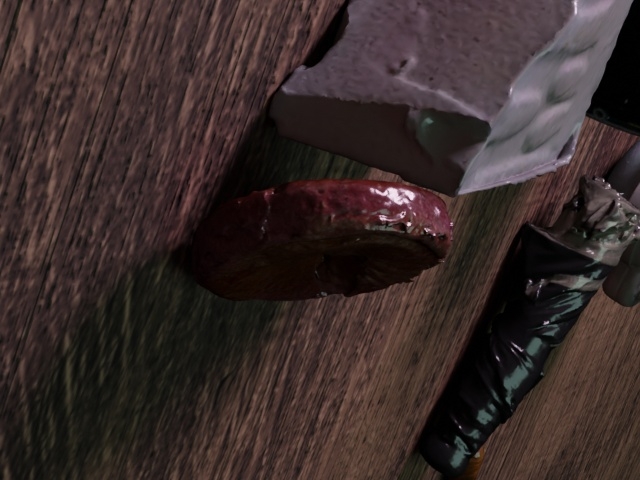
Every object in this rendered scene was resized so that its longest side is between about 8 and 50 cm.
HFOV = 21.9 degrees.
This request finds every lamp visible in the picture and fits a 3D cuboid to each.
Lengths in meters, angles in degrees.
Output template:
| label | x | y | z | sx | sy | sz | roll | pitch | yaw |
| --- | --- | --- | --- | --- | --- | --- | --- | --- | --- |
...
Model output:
| label | x | y | z | sx | sy | sz | roll | pitch | yaw |
| --- | --- | --- | --- | --- | --- | --- | --- | --- | --- |
| lamp | 0.384 | -0.036 | 1.936 | 0.179 | 0.108 | 0.246 | -28 | 141 | -47 |

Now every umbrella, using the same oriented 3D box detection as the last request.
| label | x | y | z | sx | sy | sz | roll | pitch | yaw |
| --- | --- | --- | --- | --- | --- | --- | --- | --- | --- |
| umbrella | 0.211 | 0.088 | 1.754 | 0.357 | 0.106 | 0.113 | -56 | 148 | 2 |

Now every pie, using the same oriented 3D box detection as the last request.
| label | x | y | z | sx | sy | sz | roll | pitch | yaw |
| --- | --- | --- | --- | --- | --- | --- | --- | --- | --- |
| pie | 0.000 | 0.000 | 1.106 | 0.182 | 0.182 | 0.049 | 34 | 46 | -67 |

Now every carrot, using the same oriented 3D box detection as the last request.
| label | x | y | z | sx | sy | sz | roll | pitch | yaw |
| --- | --- | --- | --- | --- | --- | --- | --- | --- | --- |
| carrot | 0.158 | 0.289 | 1.908 | 0.036 | 0.036 | 0.165 | -38 | 149 | -45 |

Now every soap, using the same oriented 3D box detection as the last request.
| label | x | y | z | sx | sy | sz | roll | pitch | yaw |
| --- | --- | --- | --- | --- | --- | --- | --- | --- | --- |
| soap | 0.122 | -0.189 | 1.167 | 0.258 | 0.159 | 0.302 | -14 | 126 | -58 |

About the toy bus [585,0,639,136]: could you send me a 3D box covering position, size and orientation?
| label | x | y | z | sx | sy | sz | roll | pitch | yaw |
| --- | --- | --- | --- | --- | --- | --- | --- | --- | --- |
| toy bus | 0.296 | -0.237 | 1.506 | 0.150 | 0.128 | 0.262 | -47 | 152 | -33 |
